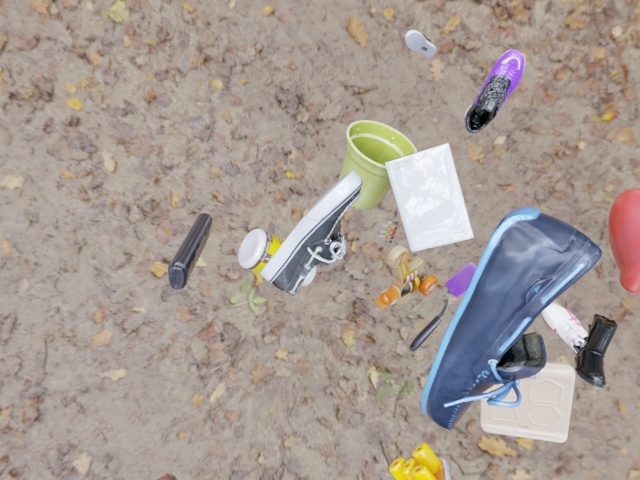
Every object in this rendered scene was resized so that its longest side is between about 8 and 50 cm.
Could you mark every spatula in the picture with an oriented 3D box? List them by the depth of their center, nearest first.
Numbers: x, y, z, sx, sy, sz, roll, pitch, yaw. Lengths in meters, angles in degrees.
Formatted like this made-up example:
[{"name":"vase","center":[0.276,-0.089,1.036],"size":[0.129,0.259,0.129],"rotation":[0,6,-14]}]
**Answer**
[{"name":"spatula","center":[0.329,0.189,1.157],"size":[0.030,0.084,0.296],"rotation":[25,107,-17]}]

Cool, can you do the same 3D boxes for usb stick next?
[{"name":"usb stick","center":[-0.311,0.017,1.037],"size":[0.045,0.278,0.077],"rotation":[11,118,-6]}]

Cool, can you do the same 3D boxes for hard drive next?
[{"name":"hard drive","center":[0.347,-0.132,1.365],"size":[0.203,0.040,0.307],"rotation":[-15,102,21]}]

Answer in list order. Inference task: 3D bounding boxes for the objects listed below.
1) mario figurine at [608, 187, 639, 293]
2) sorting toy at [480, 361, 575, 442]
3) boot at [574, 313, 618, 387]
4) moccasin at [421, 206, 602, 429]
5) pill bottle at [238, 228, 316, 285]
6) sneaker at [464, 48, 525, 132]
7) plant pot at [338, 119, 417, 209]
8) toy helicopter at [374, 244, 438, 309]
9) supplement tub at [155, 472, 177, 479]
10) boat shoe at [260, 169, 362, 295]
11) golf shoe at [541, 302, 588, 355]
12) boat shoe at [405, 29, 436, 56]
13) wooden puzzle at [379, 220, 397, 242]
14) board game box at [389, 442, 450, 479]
[{"name":"mario figurine","center":[0.484,0.022,0.449],"size":[0.320,0.198,0.170],"rotation":[36,38,31]},{"name":"sorting toy","center":[0.479,0.370,1.005],"size":[0.193,0.038,0.208],"rotation":[0,110,19]},{"name":"boot","center":[0.493,0.191,0.757],"size":[0.045,0.121,0.099],"rotation":[22,108,18]},{"name":"moccasin","center":[0.218,0.130,0.525],"size":[0.117,0.342,0.138],"rotation":[27,39,25]},{"name":"pill bottle","center":[-0.117,0.057,1.218],"size":[0.215,0.117,0.117],"rotation":[28,79,-35]},{"name":"sneaker","center":[0.581,-0.481,1.431],"size":[0.102,0.293,0.146],"rotation":[28,43,5]},{"name":"plant pot","center":[0.183,-0.263,1.601],"size":[0.276,0.254,0.276],"rotation":[13,46,-13]},{"name":"toy helicopter","center":[0.283,0.133,1.536],"size":[0.235,0.355,0.140],"rotation":[-43,55,-8]},{"name":"supplement tub","center":[-0.233,0.366,0.474],"size":[0.198,0.106,0.106],"rotation":[-27,84,-32]},{"name":"boat shoe","center":[-0.002,0.002,0.805],"size":[0.105,0.113,0.306],"rotation":[40,120,-2]},{"name":"golf shoe","center":[0.661,0.238,1.123],"size":[0.067,0.086,0.186],"rotation":[-43,77,10]},{"name":"boat shoe","center":[0.280,-0.565,1.216],"size":[0.049,0.142,0.040],"rotation":[-36,64,34]},{"name":"wooden puzzle","center":[0.225,-0.028,1.420],"size":[0.049,0.006,0.083],"rotation":[9,121,-10]},{"name":"board game box","center":[-0.010,0.453,0.505],"size":[0.390,0.390,0.050],"rotation":[-36,90,14]}]
